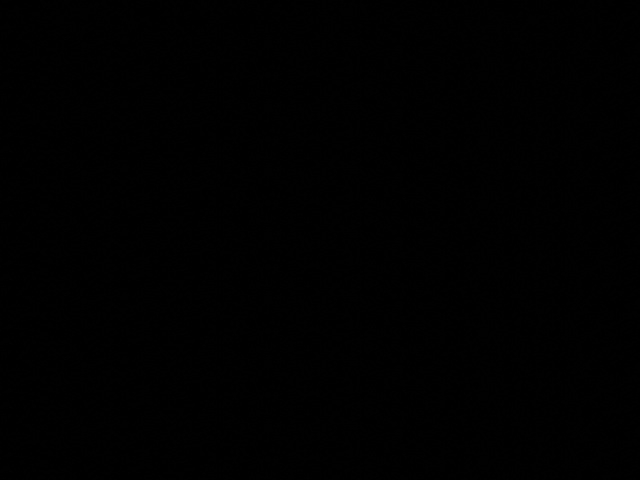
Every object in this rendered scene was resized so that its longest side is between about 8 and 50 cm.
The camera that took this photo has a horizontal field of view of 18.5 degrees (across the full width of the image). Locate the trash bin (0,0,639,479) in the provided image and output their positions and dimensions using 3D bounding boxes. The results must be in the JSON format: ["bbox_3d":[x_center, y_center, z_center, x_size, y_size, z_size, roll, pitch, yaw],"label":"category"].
[{"bbox_3d":[-0.015,-0.011,0.195,0.432,0.280,0.280,-6,89,-55],"label":"trash bin"}]
